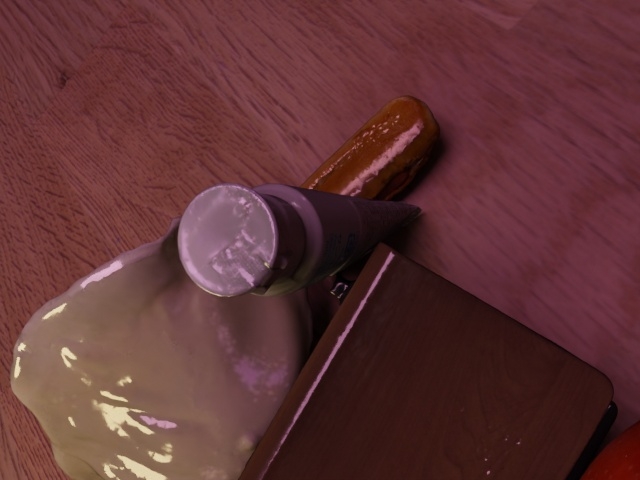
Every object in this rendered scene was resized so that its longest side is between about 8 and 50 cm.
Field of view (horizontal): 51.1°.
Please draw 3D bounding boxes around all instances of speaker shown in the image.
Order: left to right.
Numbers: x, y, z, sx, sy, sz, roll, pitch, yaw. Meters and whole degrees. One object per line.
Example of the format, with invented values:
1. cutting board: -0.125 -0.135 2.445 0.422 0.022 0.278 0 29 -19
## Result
1. speaker: 0.054 0.142 0.462 0.192 0.153 0.231 30 91 6

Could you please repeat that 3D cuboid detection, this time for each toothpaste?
1. toothpaste: 0.000 0.000 0.515 0.114 0.299 0.073 -39 77 16

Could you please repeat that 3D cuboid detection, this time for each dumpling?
1. dumpling: -0.141 0.129 0.583 0.318 0.243 0.187 -55 45 11

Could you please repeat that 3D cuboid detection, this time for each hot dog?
1. hot dog: 0.002 -0.030 0.666 0.286 0.061 0.088 -37 51 18

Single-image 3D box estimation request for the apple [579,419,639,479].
1. apple: 0.239 0.191 0.313 0.260 0.216 0.260 -12 64 25
